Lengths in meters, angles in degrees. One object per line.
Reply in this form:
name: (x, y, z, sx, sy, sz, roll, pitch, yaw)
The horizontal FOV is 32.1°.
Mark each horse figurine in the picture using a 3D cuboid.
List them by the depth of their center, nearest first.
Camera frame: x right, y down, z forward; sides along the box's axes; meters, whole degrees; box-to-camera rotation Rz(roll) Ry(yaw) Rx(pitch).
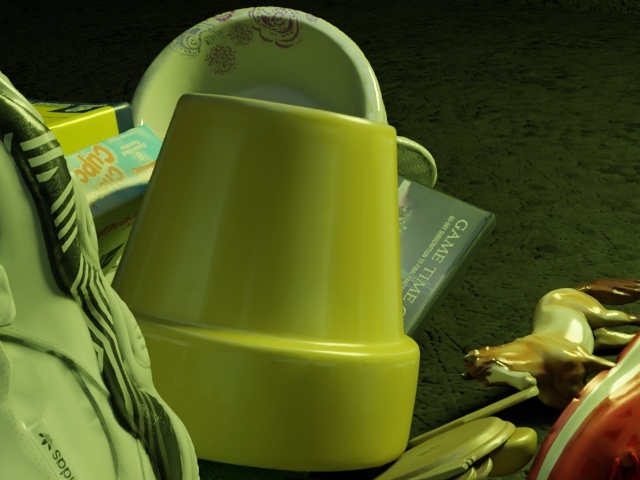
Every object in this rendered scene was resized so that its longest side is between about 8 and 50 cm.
horse figurine: (0.236, 0.091, 0.968, 0.174, 0.066, 0.263, 14, 28, 19)

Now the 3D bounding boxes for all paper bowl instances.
paper bowl: (-0.064, -0.107, 1.250, 0.284, 0.284, 0.148, 3, -18, 11)

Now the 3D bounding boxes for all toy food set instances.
toy food set: (0.088, 0.162, 0.775, 0.132, 0.038, 0.192, -29, -5, 26)

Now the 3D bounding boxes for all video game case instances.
video game case: (0.000, 0.000, 1.064, 0.274, 0.026, 0.196, 26, 65, 27)

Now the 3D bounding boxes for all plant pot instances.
plant pot: (-0.040, 0.021, 0.827, 0.254, 0.239, 0.254, 10, 3, -1)

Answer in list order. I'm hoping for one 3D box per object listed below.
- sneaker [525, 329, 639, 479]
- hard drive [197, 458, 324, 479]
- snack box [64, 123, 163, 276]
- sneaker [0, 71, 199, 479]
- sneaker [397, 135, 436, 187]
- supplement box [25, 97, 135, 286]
sneaker: (0.240, 0.152, 0.790, 0.128, 0.087, 0.221, 33, 57, 24)
hard drive: (-0.191, 0.193, 0.737, 0.339, 0.064, 0.237, 9, 24, 26)
snack box: (-0.251, 0.031, 0.825, 0.060, 0.187, 0.322, 47, 35, 6)
sneaker: (-0.177, 0.078, 0.496, 0.137, 0.366, 0.210, -12, 31, 20)
sneaker: (-0.003, -0.110, 1.419, 0.292, 0.108, 0.169, -2, 25, 2)
supplement box: (-0.351, -0.001, 1.025, 0.194, 0.195, 0.356, 7, 23, 37)
